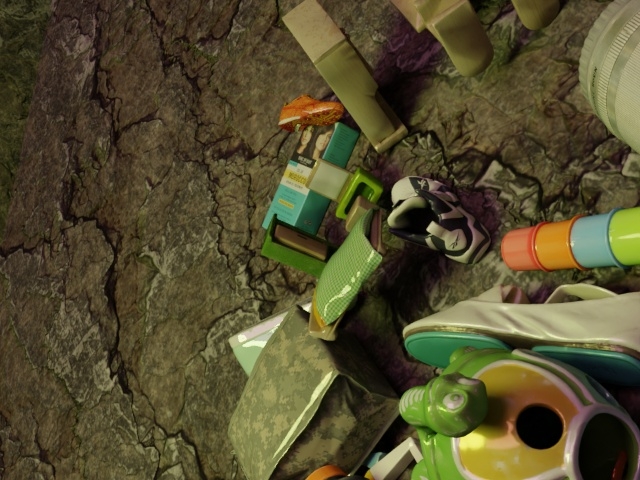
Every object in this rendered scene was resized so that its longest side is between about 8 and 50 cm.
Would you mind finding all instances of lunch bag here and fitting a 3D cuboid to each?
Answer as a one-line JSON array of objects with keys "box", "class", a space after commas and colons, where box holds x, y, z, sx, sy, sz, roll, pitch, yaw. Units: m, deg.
[{"box": [-0.030, 0.296, 1.588, 0.287, 0.169, 0.235, -55, 30, 9], "class": "lunch bag"}]

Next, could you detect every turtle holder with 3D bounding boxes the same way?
[{"box": [0.250, 0.232, 1.189, 0.243, 0.320, 0.227, -45, 23, -29], "class": "turtle holder"}]

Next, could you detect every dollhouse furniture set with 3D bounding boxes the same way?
[{"box": [0.177, -0.385, 1.689, 0.394, 0.256, 0.362, -36, 46, 6], "class": "dollhouse furniture set"}, {"box": [0.000, 0.000, 1.598, 0.301, 0.151, 0.198, -83, 19, -64], "class": "dollhouse furniture set"}]

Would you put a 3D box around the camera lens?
[{"box": [0.476, -0.184, 1.182, 0.219, 0.219, 0.274, -54, 35, 17], "class": "camera lens"}]

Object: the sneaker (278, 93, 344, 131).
[{"box": [-0.021, -0.250, 1.821, 0.175, 0.064, 0.068, 0, 75, 49], "class": "sneaker"}]

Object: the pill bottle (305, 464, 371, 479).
[{"box": [0.066, 0.433, 1.403, 0.245, 0.130, 0.130, 37, 102, 47], "class": "pill bottle"}]

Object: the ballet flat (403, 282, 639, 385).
[{"box": [0.301, 0.123, 1.353, 0.400, 0.139, 0.139, -2, 72, 44], "class": "ballet flat"}]

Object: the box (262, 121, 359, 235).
[{"box": [-0.020, -0.117, 1.862, 0.100, 0.060, 0.244, 26, 94, 51], "class": "box"}]

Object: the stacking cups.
[{"box": [0.384, -0.003, 1.315, 0.316, 0.096, 0.096, -8, 68, 47], "class": "stacking cups"}]

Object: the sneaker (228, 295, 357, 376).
[{"box": [-0.024, 0.189, 1.731, 0.255, 0.094, 0.151, -26, 91, 16], "class": "sneaker"}]

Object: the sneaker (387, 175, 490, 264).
[{"box": [0.155, -0.054, 1.559, 0.094, 0.153, 0.235, -52, 42, 17], "class": "sneaker"}]

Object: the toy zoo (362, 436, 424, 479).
[{"box": [0.133, 0.439, 1.460, 0.192, 0.030, 0.293, -54, 41, 18], "class": "toy zoo"}]
